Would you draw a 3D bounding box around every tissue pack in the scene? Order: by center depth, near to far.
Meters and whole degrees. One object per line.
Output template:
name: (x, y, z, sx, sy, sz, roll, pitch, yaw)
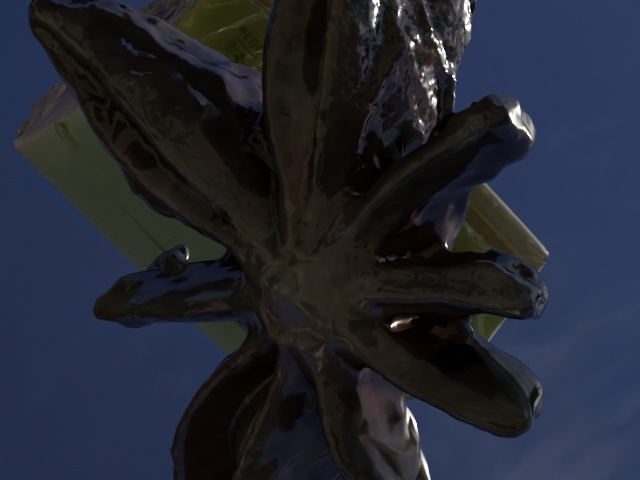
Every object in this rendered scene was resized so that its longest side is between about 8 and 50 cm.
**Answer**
tissue pack: (-0.024, -0.024, 1.045, 0.234, 0.159, 0.125, 47, -121, -16)

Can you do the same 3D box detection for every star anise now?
star anise: (-0.001, -0.005, 0.722, 0.111, 0.198, 0.257, -19, -84, -56)
